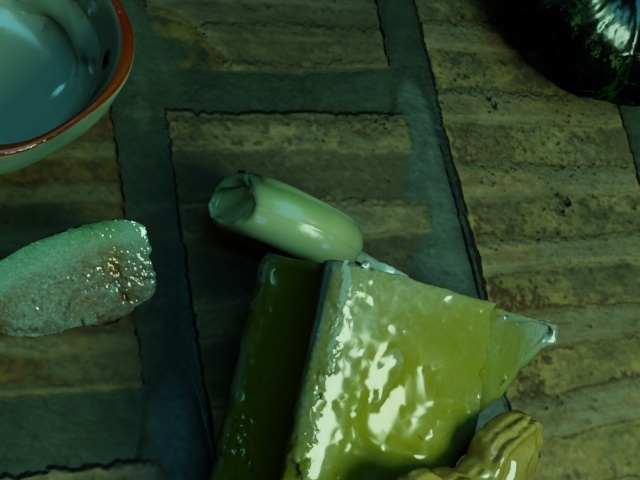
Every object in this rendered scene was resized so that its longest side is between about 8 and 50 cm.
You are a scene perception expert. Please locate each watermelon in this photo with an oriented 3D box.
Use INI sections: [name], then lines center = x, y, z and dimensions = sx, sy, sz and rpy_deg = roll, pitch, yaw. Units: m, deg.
[watermelon]
center = -0.238, 0.037, 0.803
dimensions = 0.180, 0.081, 0.094
rpy_deg = -8, 89, -9

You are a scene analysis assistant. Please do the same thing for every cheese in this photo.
[cheese]
center = 0.000, 0.000, 0.890
dimensions = 0.227, 0.137, 0.064
rpy_deg = 25, 86, -34

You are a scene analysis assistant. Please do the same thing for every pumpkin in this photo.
[pumpkin]
center = 0.367, -0.318, 1.101
dimensions = 0.315, 0.238, 0.315
rpy_deg = 0, 88, -7

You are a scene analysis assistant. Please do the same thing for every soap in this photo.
[soap]
center = 0.060, 0.206, 0.809
dimensions = 0.304, 0.169, 0.339
rpy_deg = 17, 82, -31

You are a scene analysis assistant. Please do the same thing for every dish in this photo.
[dish]
center = -0.309, -0.170, 0.823
dimensions = 0.256, 0.117, 0.256
rpy_deg = 8, 67, -20

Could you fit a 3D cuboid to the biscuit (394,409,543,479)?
[biscuit]
center = 0.090, 0.313, 0.738
dimensions = 0.269, 0.051, 0.376
rpy_deg = 36, 81, -50
